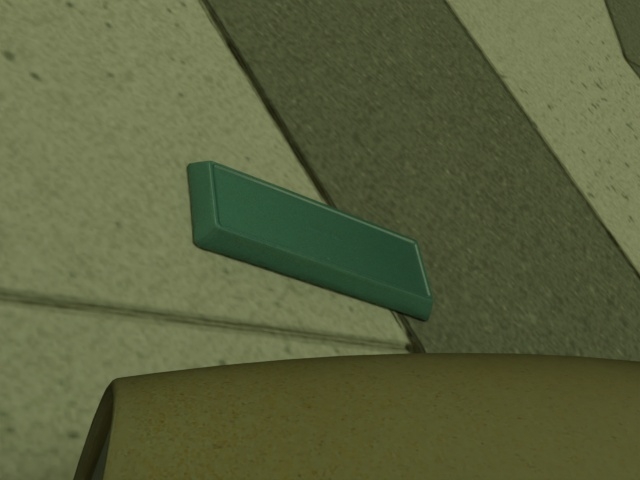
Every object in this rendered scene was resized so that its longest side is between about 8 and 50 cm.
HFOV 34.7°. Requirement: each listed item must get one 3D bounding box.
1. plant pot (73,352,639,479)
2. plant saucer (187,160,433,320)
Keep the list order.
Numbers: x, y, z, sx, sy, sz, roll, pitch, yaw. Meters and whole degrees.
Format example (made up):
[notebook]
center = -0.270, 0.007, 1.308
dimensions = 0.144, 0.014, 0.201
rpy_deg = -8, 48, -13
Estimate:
[plant pot]
center = 0.036, 0.146, 0.405
dimensions = 0.274, 0.256, 0.256
rpy_deg = 16, 43, -14
[plant saucer]
center = 0.000, 0.000, 0.674
dimensions = 0.192, 0.018, 0.067
rpy_deg = 21, 43, -34
